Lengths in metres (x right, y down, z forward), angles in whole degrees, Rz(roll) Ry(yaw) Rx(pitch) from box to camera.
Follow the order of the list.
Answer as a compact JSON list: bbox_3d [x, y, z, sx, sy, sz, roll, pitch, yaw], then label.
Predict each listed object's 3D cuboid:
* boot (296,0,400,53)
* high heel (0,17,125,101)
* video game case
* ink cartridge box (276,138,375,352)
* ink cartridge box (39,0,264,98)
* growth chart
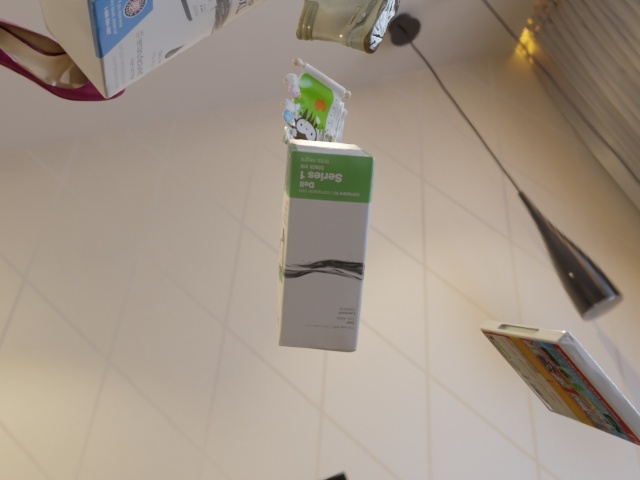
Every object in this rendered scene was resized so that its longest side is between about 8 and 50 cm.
[{"bbox_3d":[0.058,-0.453,1.304,0.077,0.165,0.213,70,-141,-56],"label":"boot"},{"bbox_3d":[-0.626,-0.414,1.576,0.377,0.127,0.181,10,-3,-30],"label":"high heel"},{"bbox_3d":[0.372,0.213,1.063,0.025,0.204,0.285,-41,3,-9],"label":"video game case"},{"bbox_3d":[0.000,0.000,0.790,0.093,0.160,0.219,4,-78,-5],"label":"ink cartridge box"},{"bbox_3d":[-0.220,-0.434,1.031,0.395,0.166,0.285,-39,-3,-20],"label":"ink cartridge box"},{"bbox_3d":[-0.009,-0.205,1.259,0.172,0.237,0.021,12,-10,-43],"label":"growth chart"}]
